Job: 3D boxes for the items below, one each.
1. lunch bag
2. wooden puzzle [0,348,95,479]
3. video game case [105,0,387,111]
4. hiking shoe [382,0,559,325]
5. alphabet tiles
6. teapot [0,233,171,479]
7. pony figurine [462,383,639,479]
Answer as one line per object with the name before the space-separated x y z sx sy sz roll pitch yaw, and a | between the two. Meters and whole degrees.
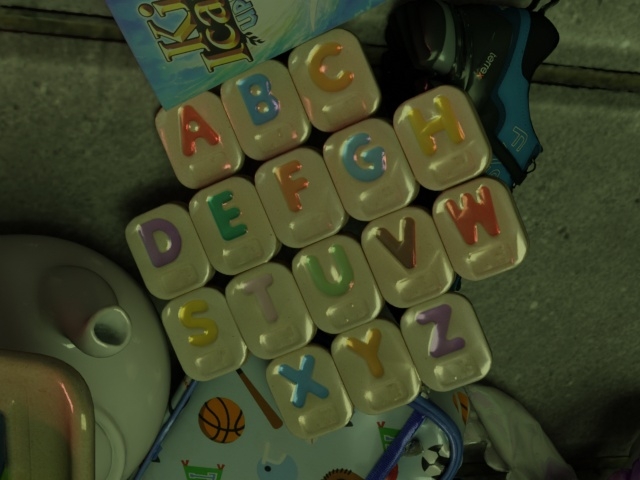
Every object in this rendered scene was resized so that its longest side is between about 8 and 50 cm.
lunch bag | -0.020 0.196 0.956 0.243 0.115 0.303 34 109 3
wooden puzzle | -0.321 0.194 0.744 0.348 0.080 0.322 10 126 3
video game case | -0.054 -0.252 0.743 0.244 0.061 0.269 -26 127 0
hiking shoe | 0.119 -0.045 0.910 0.132 0.113 0.304 -6 124 -15
alphabet tiles | 0.000 0.000 0.837 0.284 0.021 0.278 -22 93 16
teapot | -0.229 0.136 0.849 0.253 0.187 0.256 -17 130 0
pony figurine | 0.251 0.294 1.121 0.363 0.303 0.351 -56 154 16
